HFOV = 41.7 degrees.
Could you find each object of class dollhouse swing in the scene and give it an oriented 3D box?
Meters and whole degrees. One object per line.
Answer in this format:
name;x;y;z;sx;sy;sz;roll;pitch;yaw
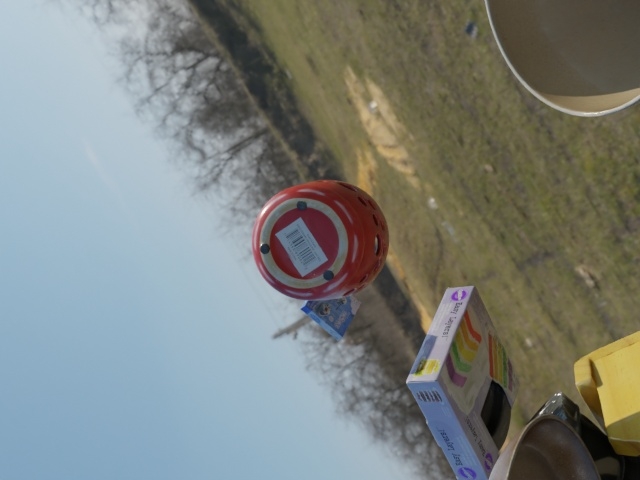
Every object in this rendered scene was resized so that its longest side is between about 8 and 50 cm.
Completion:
dollhouse swing;0.605;0.259;1.263;0.315;0.347;0.305;53;-160;-23

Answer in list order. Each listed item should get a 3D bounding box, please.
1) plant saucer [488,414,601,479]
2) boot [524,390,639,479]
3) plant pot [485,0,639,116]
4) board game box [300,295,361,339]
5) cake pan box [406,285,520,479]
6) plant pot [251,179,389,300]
plant saucer;0.246;0.346;0.900;0.310;0.050;0.311;22;-118;-49
boot;0.467;0.419;1.135;0.445;0.146;0.367;41;-158;11
plant pot;0.327;-0.285;0.851;0.284;0.191;0.284;42;141;48
board game box;0.019;0.117;1.503;0.090;0.020;0.090;41;-132;-11
cake pan box;0.263;0.258;1.499;0.246;0.070;0.267;-54;-54;-43
plant pot;0.000;0.000;1.274;0.191;0.191;0.174;60;-169;6
